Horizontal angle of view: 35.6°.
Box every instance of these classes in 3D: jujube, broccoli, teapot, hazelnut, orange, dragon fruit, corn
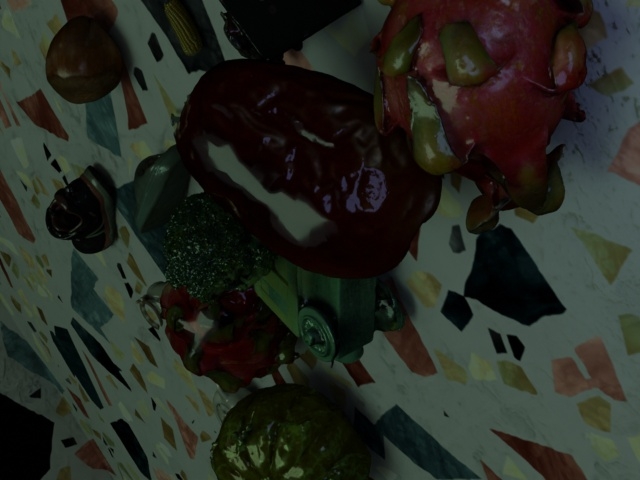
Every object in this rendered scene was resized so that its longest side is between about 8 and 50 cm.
[{"bbox_3d":[-0.015,-0.088,1.195,0.318,0.223,0.223,30,146,4],"label":"jujube"},{"bbox_3d":[-0.142,0.003,1.440,0.156,0.196,0.195,25,165,-31],"label":"broccoli"},{"bbox_3d":[-0.171,0.362,2.121,0.145,0.092,0.226,15,129,45],"label":"teapot"},{"bbox_3d":[-0.432,-0.327,1.798,0.150,0.150,0.150,36,144,31],"label":"hazelnut"},{"bbox_3d":[-0.043,0.397,1.834,0.301,0.223,0.300,30,130,7],"label":"orange"},{"bbox_3d":[-0.154,0.138,1.756,0.231,0.237,0.303,56,169,46],"label":"dragon fruit"},{"bbox_3d":[0.173,-0.160,1.030,0.227,0.243,0.307,2,162,29],"label":"dragon fruit"},{"bbox_3d":[-0.216,-0.336,1.571,0.037,0.037,0.092,-10,112,58],"label":"corn"}]

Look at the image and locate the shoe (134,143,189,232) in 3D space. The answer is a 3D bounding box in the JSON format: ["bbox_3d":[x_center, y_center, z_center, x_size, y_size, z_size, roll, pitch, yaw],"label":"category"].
[{"bbox_3d":[-0.308,-0.109,1.862,0.100,0.103,0.251,49,144,11],"label":"shoe"}]

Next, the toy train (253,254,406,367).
[{"bbox_3d":[0.000,0.000,1.474,0.253,0.160,0.397,43,147,38],"label":"toy train"}]

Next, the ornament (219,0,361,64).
[{"bbox_3d":[-0.071,-0.293,1.325,0.153,0.166,0.196,54,165,6],"label":"ornament"}]

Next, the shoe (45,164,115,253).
[{"bbox_3d":[-0.537,-0.041,2.215,0.114,0.137,0.291,47,150,17],"label":"shoe"}]

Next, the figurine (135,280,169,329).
[{"bbox_3d":[-0.285,0.113,1.983,0.132,0.153,0.132,36,145,31],"label":"figurine"}]

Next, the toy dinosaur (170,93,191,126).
[{"bbox_3d":[-0.207,-0.207,1.679,0.209,0.039,0.082,6,125,54],"label":"toy dinosaur"}]
